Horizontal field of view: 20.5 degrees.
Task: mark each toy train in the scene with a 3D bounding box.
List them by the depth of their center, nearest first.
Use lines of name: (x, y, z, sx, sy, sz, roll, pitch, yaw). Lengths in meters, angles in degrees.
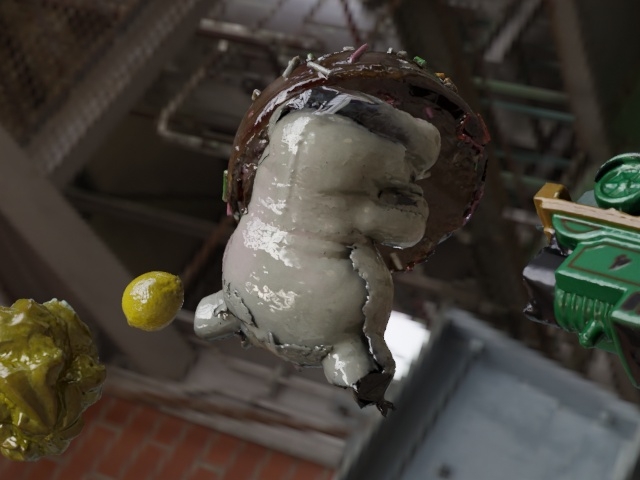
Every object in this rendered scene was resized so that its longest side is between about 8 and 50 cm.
toy train: (0.394, 0.053, 2.076, 0.249, 0.429, 0.178, -45, -52, -26)

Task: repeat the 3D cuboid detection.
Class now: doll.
doll: (0.000, 0.000, 1.106, 0.095, 0.149, 0.192, 5, -83, -63)

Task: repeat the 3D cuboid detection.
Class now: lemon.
lemon: (-0.188, 0.069, 1.978, 0.065, 0.092, 0.065, 31, -141, -29)

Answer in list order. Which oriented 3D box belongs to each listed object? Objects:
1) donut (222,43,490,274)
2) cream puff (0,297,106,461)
donut: (0.034, -0.076, 1.743, 0.103, 0.269, 0.270, -102, -7, -47)
cream puff: (-0.274, 0.137, 1.711, 0.156, 0.156, 0.121, -53, -6, -32)
